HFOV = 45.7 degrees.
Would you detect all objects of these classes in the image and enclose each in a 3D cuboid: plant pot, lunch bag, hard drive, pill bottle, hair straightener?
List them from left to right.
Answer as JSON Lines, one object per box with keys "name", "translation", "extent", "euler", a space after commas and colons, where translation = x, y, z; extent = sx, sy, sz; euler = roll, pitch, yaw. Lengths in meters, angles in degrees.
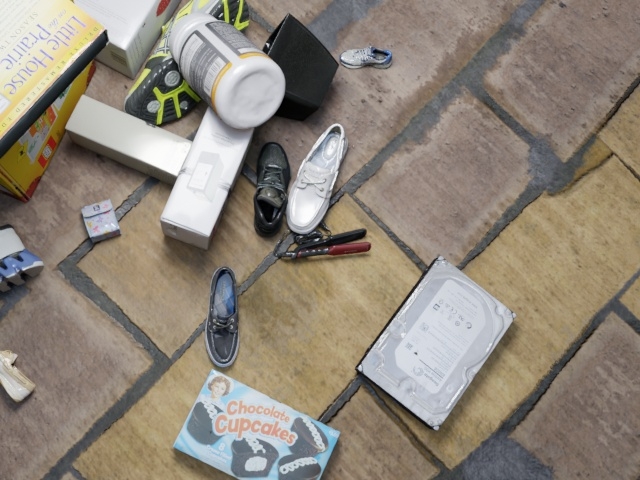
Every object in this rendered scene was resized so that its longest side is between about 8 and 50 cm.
{"name": "lunch bag", "translation": [-0.500, -0.047, 1.725], "extent": [0.071, 0.053, 0.083], "euler": [-17, 73, -12]}
{"name": "pill bottle", "translation": [-0.207, -0.370, 1.617], "extent": [0.162, 0.162, 0.278], "euler": [-32, 51, -12]}
{"name": "plant pot", "translation": [-0.068, -0.388, 1.791], "extent": [0.167, 0.188, 0.187], "euler": [27, 76, -14]}
{"name": "hair straightener", "translation": [0.000, 0.000, 1.799], "extent": [0.230, 0.047, 0.089], "euler": [-10, 60, -4]}
{"name": "hard drive", "translation": [0.270, 0.237, 1.775], "extent": [0.237, 0.064, 0.339], "euler": [39, 78, 1]}

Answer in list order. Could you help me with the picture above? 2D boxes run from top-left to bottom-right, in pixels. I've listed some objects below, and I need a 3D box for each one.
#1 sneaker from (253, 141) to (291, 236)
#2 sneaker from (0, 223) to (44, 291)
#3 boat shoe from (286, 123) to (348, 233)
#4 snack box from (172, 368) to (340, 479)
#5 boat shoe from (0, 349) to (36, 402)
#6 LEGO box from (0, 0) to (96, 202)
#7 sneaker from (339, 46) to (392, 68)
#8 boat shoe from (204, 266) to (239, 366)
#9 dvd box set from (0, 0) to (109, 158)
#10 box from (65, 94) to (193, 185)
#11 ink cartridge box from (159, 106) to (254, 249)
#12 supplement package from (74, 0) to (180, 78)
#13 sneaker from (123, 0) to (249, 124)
{"name": "sneaker", "translation": [-0.109, -0.131, 1.757], "extent": [0.087, 0.130, 0.228], "euler": [9, 76, -8]}
{"name": "sneaker", "translation": [-0.783, 0.052, 1.639], "extent": [0.315, 0.127, 0.182], "euler": [-27, 80, -19]}
{"name": "boat shoe", "translation": [-0.011, -0.152, 1.784], "extent": [0.098, 0.096, 0.277], "euler": [18, 75, 5]}
{"name": "snack box", "translation": [-0.140, 0.438, 1.679], "extent": [0.322, 0.060, 0.187], "euler": [26, 77, -2]}
{"name": "boat shoe", "translation": [-0.679, 0.267, 1.639], "extent": [0.059, 0.063, 0.170], "euler": [-36, 96, -15]}
{"name": "LEGO box", "translation": [-0.648, -0.329, 1.528], "extent": [0.193, 0.500, 0.372], "euler": [23, 76, -4]}
{"name": "sneaker", "translation": [0.115, -0.461, 1.885], "extent": [0.135, 0.058, 0.052], "euler": [-2, 80, -8]}
{"name": "boat shoe", "translation": [-0.217, 0.169, 1.711], "extent": [0.080, 0.076, 0.229], "euler": [5, 79, -7]}
{"name": "dvd box set", "translation": [-0.612, -0.361, 1.251], "extent": [0.420, 0.062, 0.308], "euler": [37, 76, -1]}
{"name": "box", "translation": [-0.431, -0.224, 1.738], "extent": [0.275, 0.113, 0.094], "euler": [24, 77, -4]}
{"name": "ink cartridge box", "translation": [-0.252, -0.132, 1.700], "extent": [0.114, 0.198, 0.273], "euler": [22, 78, -5]}
{"name": "supplement package", "translation": [-0.446, -0.564, 1.764], "extent": [0.175, 0.177, 0.293], "euler": [27, 78, -2]}
{"name": "sneaker", "translation": [-0.329, -0.434, 1.798], "extent": [0.147, 0.145, 0.385], "euler": [36, 82, 37]}
